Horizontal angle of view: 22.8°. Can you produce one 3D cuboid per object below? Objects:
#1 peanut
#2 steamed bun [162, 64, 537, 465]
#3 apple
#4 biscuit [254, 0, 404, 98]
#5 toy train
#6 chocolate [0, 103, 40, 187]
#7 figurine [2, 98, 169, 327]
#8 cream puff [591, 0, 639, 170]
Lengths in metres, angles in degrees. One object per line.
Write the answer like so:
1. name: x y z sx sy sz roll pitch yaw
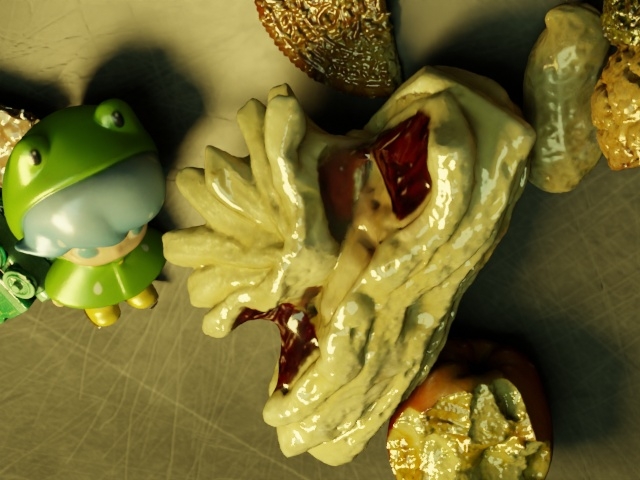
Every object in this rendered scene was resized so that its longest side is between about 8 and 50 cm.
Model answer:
1. peanut: 0.209 -0.119 1.327 0.080 0.080 0.174 10 123 14
2. steamed bun: 0.000 0.000 1.404 0.247 0.189 0.428 58 135 33
3. apple: 0.146 0.174 1.507 0.156 0.147 0.158 11 105 11
4. biscuit: 0.000 -0.211 1.370 0.126 0.025 0.206 -3 121 22
5. toy train: -0.345 0.000 1.617 0.104 0.071 0.178 -26 113 44
6. chocolate: -0.422 -0.129 1.557 0.329 0.065 0.102 17 107 10
7. figurine: -0.215 -0.020 1.507 0.162 0.143 0.263 -23 143 -14
8. cream puff: 0.292 -0.155 1.235 0.183 0.183 0.169 -13 95 27
